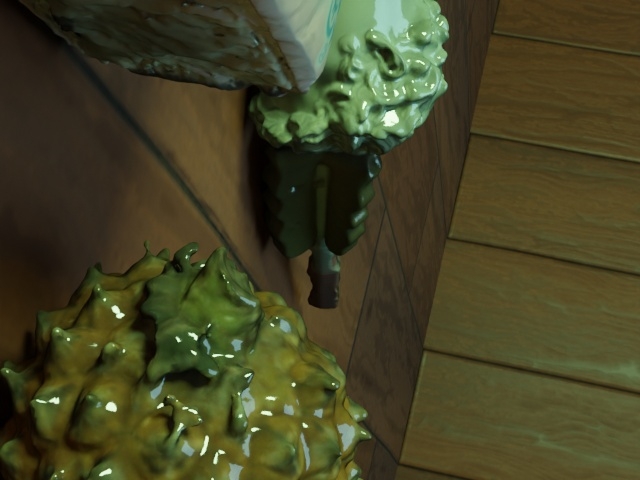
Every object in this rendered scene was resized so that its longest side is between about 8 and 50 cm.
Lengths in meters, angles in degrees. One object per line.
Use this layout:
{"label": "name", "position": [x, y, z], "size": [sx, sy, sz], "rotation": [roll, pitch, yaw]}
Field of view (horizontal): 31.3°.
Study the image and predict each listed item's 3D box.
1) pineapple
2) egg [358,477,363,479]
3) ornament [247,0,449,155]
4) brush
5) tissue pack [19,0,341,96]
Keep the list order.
{"label": "pineapple", "position": [-0.057, 0.079, 0.467], "size": [0.166, 0.166, 0.193], "rotation": [-64, 174, -54]}
{"label": "egg", "position": [0.015, 0.295, 0.804], "size": [0.310, 0.279, 0.279], "rotation": [62, 40, -71]}
{"label": "ornament", "position": [0.024, -0.186, 0.703], "size": [0.120, 0.130, 0.285], "rotation": [-86, 180, -60]}
{"label": "brush", "position": [0.000, 0.000, 0.915], "size": [0.301, 0.084, 0.071], "rotation": [91, 12, -65]}
{"label": "tissue pack", "position": [-0.037, -0.206, 0.391], "size": [0.201, 0.124, 0.271], "rotation": [39, 63, -74]}
